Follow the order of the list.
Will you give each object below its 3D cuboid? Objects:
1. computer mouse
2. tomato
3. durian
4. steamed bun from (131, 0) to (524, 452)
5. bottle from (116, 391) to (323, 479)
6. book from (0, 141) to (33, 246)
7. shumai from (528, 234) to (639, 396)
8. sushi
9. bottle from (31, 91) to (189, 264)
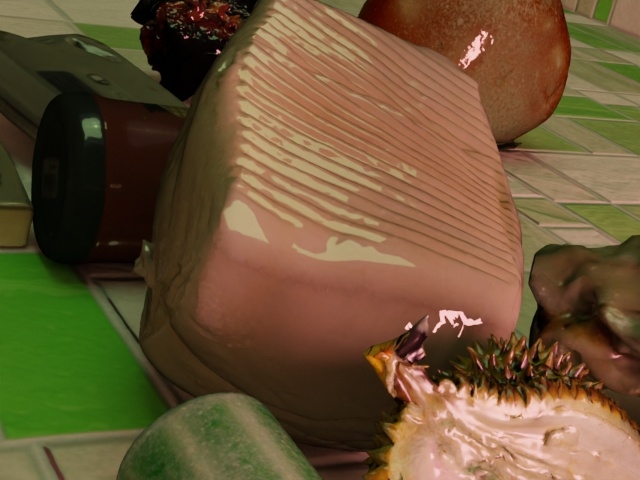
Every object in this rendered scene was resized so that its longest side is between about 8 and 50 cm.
[{"bbox_3d":[-0.251,-0.137,1.248,0.197,0.095,0.331,-11,39,-44],"label":"computer mouse"},{"bbox_3d":[0.201,-0.255,1.599,0.303,0.303,0.239,2,39,-26],"label":"tomato"},{"bbox_3d":[0.086,0.142,0.597,0.237,0.138,0.193,47,47,-12],"label":"durian"},{"bbox_3d":[-0.002,0.005,0.829,0.247,0.236,0.383,20,32,-13],"label":"steamed bun"},{"bbox_3d":[0.020,0.195,0.460,0.093,0.093,0.330,-3,35,-35],"label":"bottle"},{"bbox_3d":[-0.458,-0.067,1.013,0.371,0.043,0.260,1,24,-27],"label":"book"},{"bbox_3d":[0.264,0.066,0.844,0.203,0.222,0.272,13,-20,-4],"label":"shumai"},{"bbox_3d":[-0.156,-0.259,1.550,0.172,0.153,0.150,27,33,-25],"label":"sushi"},{"bbox_3d":[-0.078,-0.044,1.043,0.336,0.144,0.144,4,22,-29],"label":"bottle"}]
